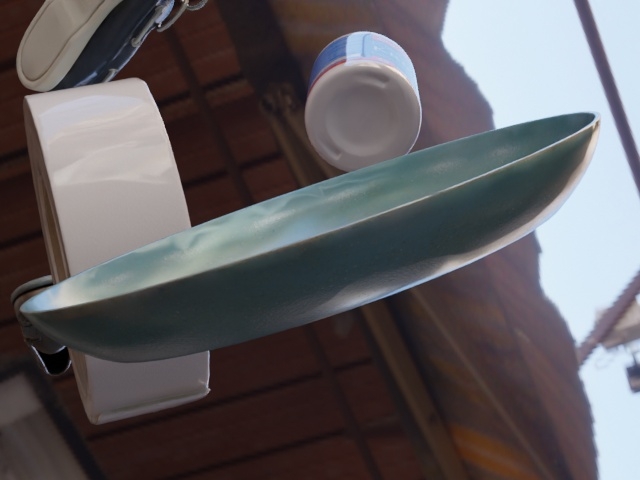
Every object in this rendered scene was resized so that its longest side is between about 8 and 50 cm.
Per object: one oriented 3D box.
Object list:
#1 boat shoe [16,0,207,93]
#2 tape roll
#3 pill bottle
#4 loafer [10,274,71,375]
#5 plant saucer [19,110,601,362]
[{"bbox_3d":[-0.164,-0.216,1.145,0.254,0.095,0.079,-48,-35,21],"label":"boat shoe"},{"bbox_3d":[-0.175,0.009,1.111,0.100,0.286,0.286,-12,-59,-15],"label":"tape roll"},{"bbox_3d":[0.047,-0.163,1.455,0.124,0.221,0.124,0,-69,1],"label":"pill bottle"},{"bbox_3d":[-0.316,0.104,1.576,0.096,0.267,0.084,-13,-101,-14],"label":"loafer"},{"bbox_3d":[0.000,0.000,0.697,0.317,0.317,0.043,-18,-84,10],"label":"plant saucer"}]
